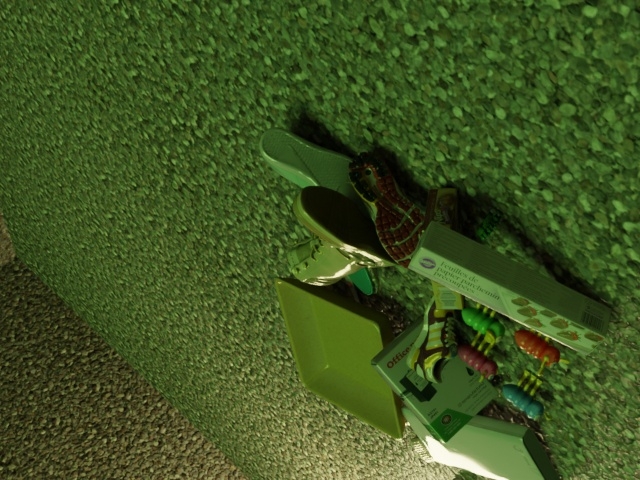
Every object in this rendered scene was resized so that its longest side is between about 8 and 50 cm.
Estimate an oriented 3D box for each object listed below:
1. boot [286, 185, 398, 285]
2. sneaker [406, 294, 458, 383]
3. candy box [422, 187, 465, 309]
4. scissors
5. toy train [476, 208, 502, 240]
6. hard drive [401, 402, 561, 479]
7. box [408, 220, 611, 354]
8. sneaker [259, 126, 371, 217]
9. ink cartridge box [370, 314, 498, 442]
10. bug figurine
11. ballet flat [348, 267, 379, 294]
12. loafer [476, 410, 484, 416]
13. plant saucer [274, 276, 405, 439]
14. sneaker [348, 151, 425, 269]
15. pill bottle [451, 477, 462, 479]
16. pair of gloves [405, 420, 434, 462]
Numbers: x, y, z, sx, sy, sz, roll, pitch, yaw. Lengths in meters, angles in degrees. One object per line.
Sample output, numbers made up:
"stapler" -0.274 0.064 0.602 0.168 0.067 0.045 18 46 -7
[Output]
"boot" 0.000 0.000 1.780 0.203 0.095 0.262 -20 146 40
"sneaker" 0.232 0.177 1.818 0.084 0.069 0.186 32 112 38
"candy box" 0.215 0.016 1.652 0.053 0.109 0.187 -2 132 18
"scissors" 0.064 0.081 2.070 0.109 0.021 0.297 5 130 54
"toy train" 0.279 -0.027 1.609 0.024 0.017 0.083 52 155 17
"hard drive" 0.335 0.432 2.037 0.307 0.040 0.203 6 139 45
"box" 0.301 0.076 1.536 0.324 0.067 0.063 25 142 -1
"sneaker" 0.002 -0.129 1.840 0.256 0.094 0.151 33 179 -1
"ink cartridge box" 0.223 0.271 1.920 0.208 0.153 0.087 48 172 1
"bug figurine" 0.344 0.217 1.772 0.216 0.072 0.279 34 150 27
"ballet flat" 0.051 -0.004 1.917 0.241 0.077 0.091 51 152 -8
"loafer" 0.306 0.341 2.027 0.039 0.045 0.125 27 150 48
"plant saucer" 0.062 0.243 2.160 0.332 0.081 0.333 23 136 43
"sneaker" 0.130 -0.051 1.706 0.225 0.088 0.093 65 -174 14
"pill bottle" 0.308 0.631 2.320 0.065 0.116 0.065 36 150 25
"pair of gloves" 0.223 0.433 2.273 0.240 0.042 0.204 52 154 -5
